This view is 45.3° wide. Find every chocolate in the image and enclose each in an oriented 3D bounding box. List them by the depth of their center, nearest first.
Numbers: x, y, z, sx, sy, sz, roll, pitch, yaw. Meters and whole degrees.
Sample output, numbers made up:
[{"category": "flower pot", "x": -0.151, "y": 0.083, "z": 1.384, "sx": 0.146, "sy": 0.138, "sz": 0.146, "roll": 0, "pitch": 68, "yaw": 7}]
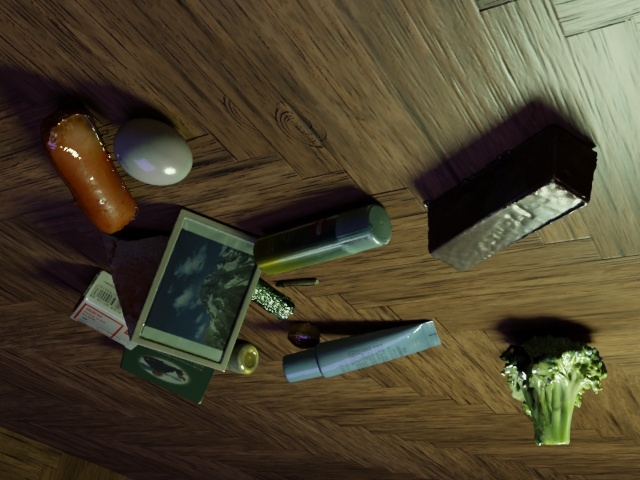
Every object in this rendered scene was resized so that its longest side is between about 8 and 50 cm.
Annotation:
[{"category": "chocolate", "x": 0.295, "y": -0.053, "z": 1.247, "sx": 0.111, "sy": 0.112, "sz": 0.321, "roll": 26, "pitch": 147, "yaw": -22}]

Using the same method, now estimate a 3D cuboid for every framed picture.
[{"category": "framed picture", "x": -0.235, "y": 0.100, "z": 1.525, "sx": 0.208, "sy": 0.281, "sz": 0.019, "roll": 20, "pitch": 176, "yaw": -21}]

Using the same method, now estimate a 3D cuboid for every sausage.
[{"category": "sausage", "x": -0.408, "y": -0.118, "z": 1.352, "sx": 0.102, "sy": 0.102, "sz": 0.330, "roll": 6, "pitch": 151, "yaw": 7}]

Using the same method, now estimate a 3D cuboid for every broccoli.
[{"category": "broccoli", "x": 0.506, "y": 0.339, "z": 1.734, "sx": 0.246, "sy": 0.244, "sz": 0.262, "roll": 14, "pitch": 158, "yaw": -36}]

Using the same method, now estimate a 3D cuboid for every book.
[{"category": "book", "x": -0.402, "y": 0.307, "z": 2.075, "sx": 0.260, "sy": 0.043, "sz": 0.371, "roll": 25, "pitch": 141, "yaw": -4}]

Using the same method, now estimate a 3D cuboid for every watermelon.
[{"category": "watermelon", "x": -0.377, "y": 0.090, "z": 1.637, "sx": 0.192, "sy": 0.232, "sz": 0.310, "roll": 6, "pitch": -165, "yaw": 2}]

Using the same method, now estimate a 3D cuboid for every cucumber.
[{"category": "cucumber", "x": -0.130, "y": 0.124, "z": 1.740, "sx": 0.058, "sy": 0.058, "sz": 0.187, "roll": -12, "pitch": 146, "yaw": 33}]

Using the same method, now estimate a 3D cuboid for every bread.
[{"category": "bread", "x": -0.042, "y": 0.242, "z": 1.917, "sx": 0.084, "sy": 0.053, "sz": 0.085, "roll": 7, "pitch": 150, "yaw": 4}]

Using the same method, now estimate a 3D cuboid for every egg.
[{"category": "egg", "x": -0.275, "y": -0.145, "z": 1.259, "sx": 0.135, "sy": 0.103, "sz": 0.103, "roll": 27, "pitch": 146, "yaw": -31}]

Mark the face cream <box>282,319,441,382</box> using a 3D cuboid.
[{"category": "face cream", "x": 0.097, "y": 0.270, "z": 1.867, "sx": 0.384, "sy": 0.086, "sz": 0.136, "roll": -15, "pitch": 145, "yaw": 9}]

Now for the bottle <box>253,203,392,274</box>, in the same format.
[{"category": "bottle", "x": 0.000, "y": 0.000, "z": 1.454, "sx": 0.286, "sy": 0.082, "sz": 0.082, "roll": -16, "pitch": 142, "yaw": 37}]

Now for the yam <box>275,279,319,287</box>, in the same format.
[{"category": "yam", "x": -0.054, "y": 0.096, "z": 1.706, "sx": 0.107, "sy": 0.014, "sz": 0.014, "roll": -5, "pitch": 148, "yaw": 25}]

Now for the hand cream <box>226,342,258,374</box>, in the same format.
[{"category": "hand cream", "x": -0.268, "y": 0.323, "z": 2.117, "sx": 0.203, "sy": 0.084, "sz": 0.084, "roll": -4, "pitch": 149, "yaw": 37}]

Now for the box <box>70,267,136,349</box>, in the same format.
[{"category": "box", "x": -0.493, "y": 0.170, "z": 1.845, "sx": 0.182, "sy": 0.099, "sz": 0.133, "roll": 35, "pitch": 144, "yaw": -16}]
